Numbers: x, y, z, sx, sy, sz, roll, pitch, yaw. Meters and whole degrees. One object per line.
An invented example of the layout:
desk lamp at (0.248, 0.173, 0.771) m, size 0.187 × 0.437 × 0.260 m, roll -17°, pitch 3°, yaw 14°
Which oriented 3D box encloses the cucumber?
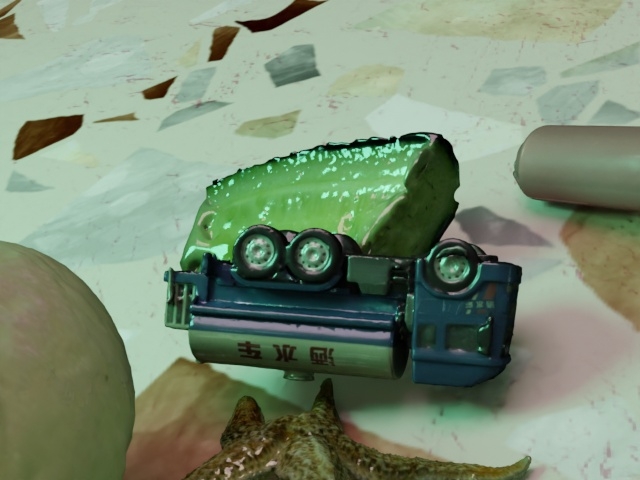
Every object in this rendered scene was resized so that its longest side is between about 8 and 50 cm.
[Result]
cucumber at (0.000, 0.000, 0.807) m, size 0.193 × 0.086 × 0.115 m, roll -2°, pitch 67°, yaw 31°

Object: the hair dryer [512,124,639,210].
hair dryer at (0.262, -0.054, 0.730) m, size 0.210 × 0.125 × 0.352 m, roll -38°, pitch 29°, yaw -30°

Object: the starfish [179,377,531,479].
starfish at (0.000, 0.113, 0.623) m, size 0.217 × 0.050 × 0.223 m, roll 5°, pitch 17°, yaw -12°

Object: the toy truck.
toy truck at (0.011, 0.038, 0.699) m, size 0.202 × 0.088 × 0.074 m, roll 4°, pitch -3°, yaw 13°

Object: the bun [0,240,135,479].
bun at (-0.263, 0.125, 0.566) m, size 0.361 × 0.213 × 0.361 m, roll -33°, pitch 28°, yaw 21°
